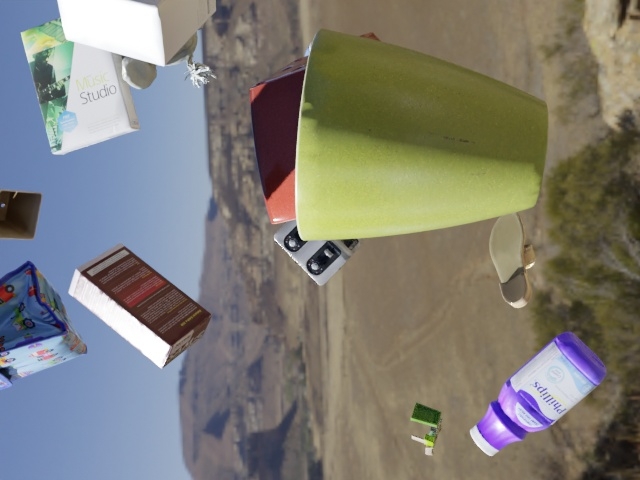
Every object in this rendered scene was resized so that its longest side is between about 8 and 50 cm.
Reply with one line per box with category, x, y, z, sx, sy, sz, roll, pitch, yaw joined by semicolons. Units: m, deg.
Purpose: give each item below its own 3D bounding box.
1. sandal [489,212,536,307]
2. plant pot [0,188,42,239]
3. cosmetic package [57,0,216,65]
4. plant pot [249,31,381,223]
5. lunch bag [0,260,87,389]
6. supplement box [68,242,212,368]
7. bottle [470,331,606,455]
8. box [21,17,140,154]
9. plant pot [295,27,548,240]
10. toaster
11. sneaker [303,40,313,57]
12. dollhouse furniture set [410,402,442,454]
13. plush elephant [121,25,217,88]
sandal;0.427;0.052;1.830;0.088;0.079;0.240;-29;42;33
plant pot;-0.697;-0.068;1.876;0.109;0.096;0.109;3;-76;-54
cosmetic package;-0.355;-0.477;1.662;0.138;0.224;0.225;93;-160;-45
plant pot;0.028;-0.210;1.492;0.267;0.267;0.236;-47;-62;-51
lunch bag;-0.548;0.176;1.353;0.138;0.293;0.221;60;167;10
supplement box;-0.342;0.121;1.613;0.130;0.239;0.073;-38;-19;-52
bottle;0.415;0.305;1.646;0.283;0.118;0.092;-45;7;15
box;-0.600;-0.400;2.118;0.058;0.232;0.322;-8;-97;-75
plant pot;0.134;-0.122;1.093;0.275;0.293;0.275;6;-90;-83
toaster;0.000;0.000;2.014;0.110;0.168;0.185;-44;-1;21
sneaker;0.033;-0.307;1.946;0.182;0.315;0.127;-29;34;36
dollhouse furniture set;0.227;0.405;1.832;0.152;0.058;0.076;79;-149;-59
plush elephant;-0.413;-0.518;2.081;0.272;0.330;0.255;-49;-6;3
